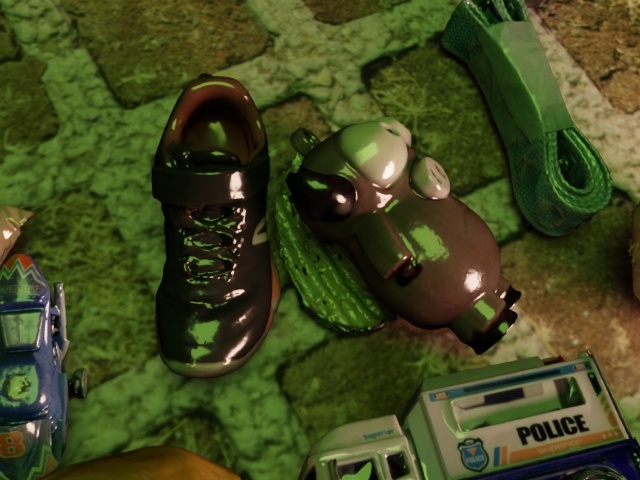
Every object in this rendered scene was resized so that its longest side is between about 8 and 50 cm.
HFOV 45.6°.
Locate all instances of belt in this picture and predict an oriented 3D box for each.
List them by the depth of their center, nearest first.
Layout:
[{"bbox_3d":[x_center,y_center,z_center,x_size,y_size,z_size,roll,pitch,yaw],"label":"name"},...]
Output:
[{"bbox_3d":[0.214,-0.149,0.815,0.088,0.072,0.302,-12,68,-16],"label":"belt"}]

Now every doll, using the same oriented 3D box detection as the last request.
[{"bbox_3d":[0.072,-0.012,0.690,0.117,0.182,0.257,-40,90,21],"label":"doll"}]

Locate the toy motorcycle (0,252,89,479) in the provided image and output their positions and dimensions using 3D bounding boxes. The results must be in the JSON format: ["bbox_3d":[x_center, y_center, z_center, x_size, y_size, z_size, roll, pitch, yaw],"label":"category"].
[{"bbox_3d":[-0.231,0.121,0.604,0.076,0.114,0.204,-3,67,-9],"label":"toy motorcycle"}]

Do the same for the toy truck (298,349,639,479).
[{"bbox_3d":[0.112,0.190,0.621,0.268,0.124,0.155,-8,60,-14],"label":"toy truck"}]

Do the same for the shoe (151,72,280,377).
[{"bbox_3d":[-0.090,-0.025,0.679,0.114,0.137,0.290,0,67,-8],"label":"shoe"}]

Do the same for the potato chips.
[{"bbox_3d":[0.000,0.000,0.739,0.092,0.028,0.207,-18,73,-22],"label":"potato chips"}]

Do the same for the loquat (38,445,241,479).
[{"bbox_3d":[-0.132,0.258,0.516,0.239,0.193,0.238,12,67,-30],"label":"loquat"}]

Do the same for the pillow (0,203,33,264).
[{"bbox_3d":[-0.371,0.071,0.633,0.174,0.067,0.270,14,64,4],"label":"pillow"}]

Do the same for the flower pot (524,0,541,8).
[{"bbox_3d":[0.232,-0.348,0.891,0.158,0.107,0.157,3,69,-7],"label":"flower pot"}]

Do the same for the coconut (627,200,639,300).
[{"bbox_3d":[0.377,0.022,0.719,0.171,0.182,0.170,-10,28,5],"label":"coconut"}]
